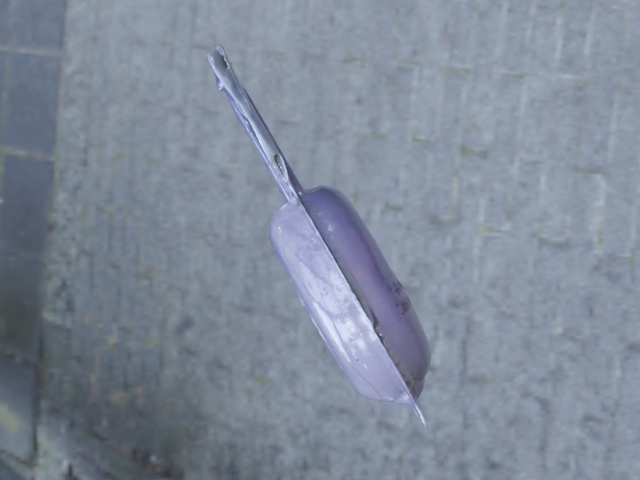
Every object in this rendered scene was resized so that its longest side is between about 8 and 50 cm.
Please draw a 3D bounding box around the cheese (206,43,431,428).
[{"bbox_3d":[0.000,0.000,0.651,0.191,0.042,0.105,62,179,-3],"label":"cheese"}]
